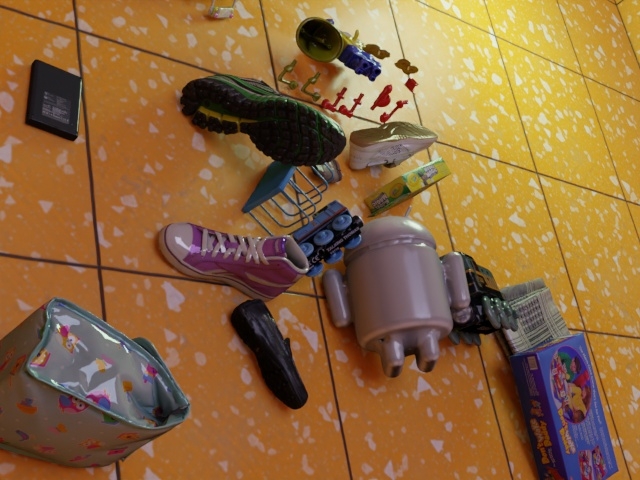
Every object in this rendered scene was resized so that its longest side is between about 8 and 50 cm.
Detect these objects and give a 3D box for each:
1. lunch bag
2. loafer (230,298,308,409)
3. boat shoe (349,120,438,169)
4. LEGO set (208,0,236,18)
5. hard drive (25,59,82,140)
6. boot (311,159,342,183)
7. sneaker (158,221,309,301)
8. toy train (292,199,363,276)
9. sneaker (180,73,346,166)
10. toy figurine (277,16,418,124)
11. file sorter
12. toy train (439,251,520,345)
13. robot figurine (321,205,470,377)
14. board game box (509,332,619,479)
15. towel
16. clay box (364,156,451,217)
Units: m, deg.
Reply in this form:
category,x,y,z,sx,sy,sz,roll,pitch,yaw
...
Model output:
category,x,y,z,sx,sy,sz,roll,pitch,yaw
lunch bag,-0.345,0.228,1.354,0.262,0.223,0.160,33,41,-27
loafer,-0.082,0.207,1.744,0.078,0.076,0.223,-25,81,-42
boat shoe,0.168,-0.223,2.259,0.277,0.096,0.098,-12,37,-39
LEGO set,-0.266,-0.560,2.056,0.287,0.107,0.132,1,31,-40
hard drive,-0.476,-0.252,1.681,0.094,0.022,0.135,20,53,-36
boot,0.005,-0.182,2.110,0.087,0.042,0.118,4,64,-51
sneaker,-0.149,0.013,1.738,0.282,0.161,0.102,22,53,-33
toy train,0.000,0.000,1.901,0.184,0.105,0.080,-36,126,-12
sneaker,-0.100,-0.263,1.892,0.344,0.134,0.146,25,34,12
toy figurine,0.038,-0.436,2.264,0.363,0.191,0.217,18,24,-33
file sorter,-0.060,-0.101,1.932,0.104,0.118,0.170,46,41,-19
toy train,0.345,0.132,2.124,0.334,0.142,0.190,16,52,-65
robot figurine,0.157,0.100,1.946,0.300,0.199,0.353,-6,68,-6
board game box,0.580,0.414,2.219,0.233,0.078,0.347,-10,86,-47
towel,0.561,0.255,2.375,0.312,0.056,0.324,-14,76,-48
clay box,0.198,-0.124,2.194,0.222,0.127,0.053,-25,84,-50
